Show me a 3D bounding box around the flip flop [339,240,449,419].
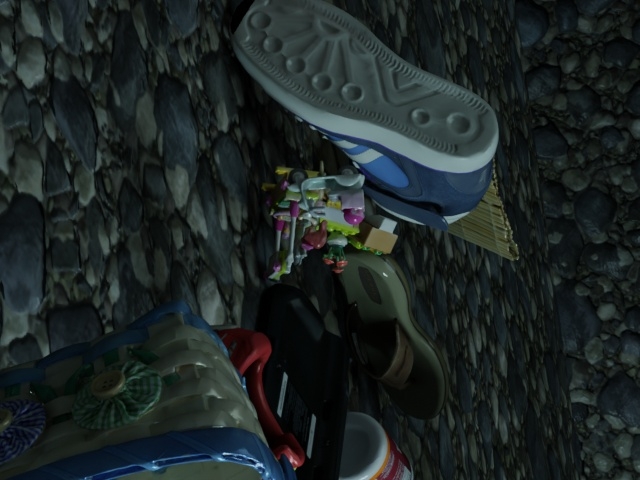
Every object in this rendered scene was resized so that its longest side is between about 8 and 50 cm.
[{"bbox_3d":[0.076,0.119,1.892,0.080,0.112,0.277,-52,138,-33],"label":"flip flop"}]

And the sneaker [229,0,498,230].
[{"bbox_3d":[0.038,-0.124,1.731,0.130,0.322,0.236,-60,173,-23],"label":"sneaker"}]

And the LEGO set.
[{"bbox_3d":[0.000,0.000,1.678,0.287,0.132,0.107,51,43,-74],"label":"LEGO set"}]

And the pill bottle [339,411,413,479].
[{"bbox_3d":[0.054,0.257,1.756,0.152,0.086,0.086,55,31,-56],"label":"pill bottle"}]

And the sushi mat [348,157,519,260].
[{"bbox_3d":[0.122,-0.080,1.897,0.019,0.316,0.151,-30,120,-24],"label":"sushi mat"}]

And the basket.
[{"bbox_3d":[-0.126,0.200,0.964,0.201,0.254,0.289,65,5,-54],"label":"basket"}]

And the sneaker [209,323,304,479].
[{"bbox_3d":[-0.070,0.209,1.334,0.107,0.118,0.279,9,72,-71],"label":"sneaker"}]

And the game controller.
[{"bbox_3d":[-0.029,0.194,1.596,0.166,0.067,0.319,50,32,-33],"label":"game controller"}]
